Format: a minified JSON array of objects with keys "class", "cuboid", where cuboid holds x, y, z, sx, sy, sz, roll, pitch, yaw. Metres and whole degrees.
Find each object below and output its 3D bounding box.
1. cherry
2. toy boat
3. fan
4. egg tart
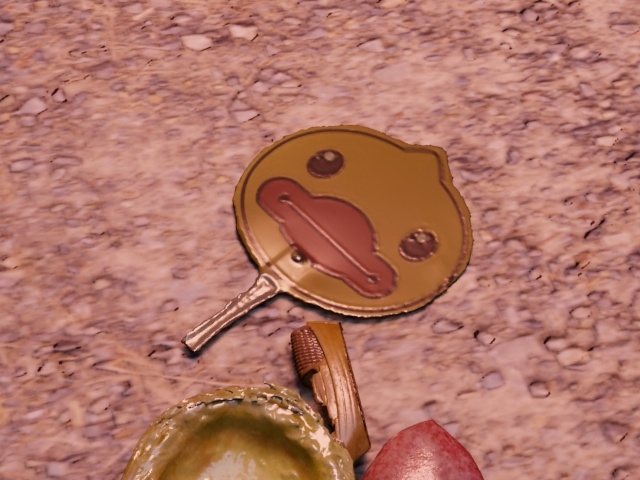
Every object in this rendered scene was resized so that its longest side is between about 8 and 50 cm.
[{"class":"cherry","cuboid":[0.075,0.248,1.023,0.107,0.090,0.225,14,64,-13]},{"class":"toy boat","cuboid":[0.009,0.133,1.115,0.049,0.047,0.149,-15,55,1]},{"class":"fan","cuboid":[0.000,0.001,1.224,0.335,0.011,0.229,-37,66,-27]},{"class":"egg tart","cuboid":[-0.069,0.209,1.038,0.197,0.078,0.197,1,55,-2]}]
